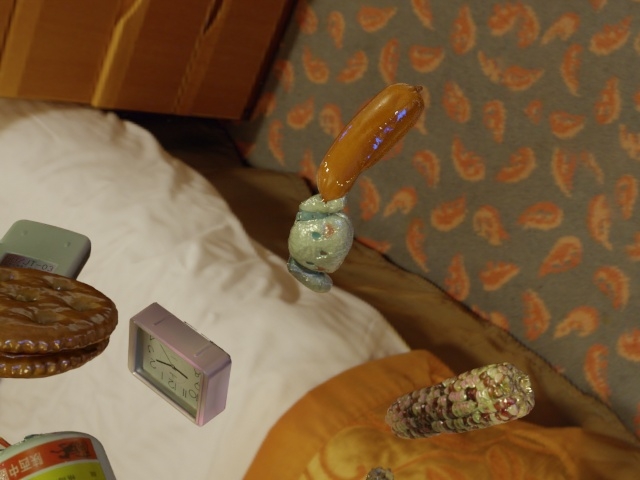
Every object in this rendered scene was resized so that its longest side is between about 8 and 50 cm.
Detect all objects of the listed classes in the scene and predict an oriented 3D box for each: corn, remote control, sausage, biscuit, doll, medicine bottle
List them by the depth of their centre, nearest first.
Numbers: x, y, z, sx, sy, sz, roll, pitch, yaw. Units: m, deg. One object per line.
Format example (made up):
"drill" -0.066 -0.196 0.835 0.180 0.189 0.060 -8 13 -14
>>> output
"medicine bottle" -0.240 0.308 0.802 0.139 0.139 0.225 -50 57 28
"biscuit" -0.337 0.087 0.930 0.220 0.220 0.066 23 107 35
"sausage" 0.055 -0.120 0.979 0.183 0.054 0.062 -45 40 -7
"remote control" -0.456 0.078 1.272 0.140 0.296 0.056 13 127 0
"corn" 0.219 0.263 1.337 0.280 0.092 0.092 -30 74 46
"doll" 0.000 0.000 1.373 0.104 0.071 0.214 13 130 0

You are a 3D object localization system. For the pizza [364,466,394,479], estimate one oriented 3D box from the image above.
"pizza" 0.161 0.428 1.023 0.223 0.089 0.323 -21 85 45

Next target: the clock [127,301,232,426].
"clock" -0.255 0.220 1.498 0.197 0.063 0.150 32 132 23

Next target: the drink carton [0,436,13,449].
"drink carton" -0.408 0.274 1.000 0.223 0.071 0.096 6 126 50
